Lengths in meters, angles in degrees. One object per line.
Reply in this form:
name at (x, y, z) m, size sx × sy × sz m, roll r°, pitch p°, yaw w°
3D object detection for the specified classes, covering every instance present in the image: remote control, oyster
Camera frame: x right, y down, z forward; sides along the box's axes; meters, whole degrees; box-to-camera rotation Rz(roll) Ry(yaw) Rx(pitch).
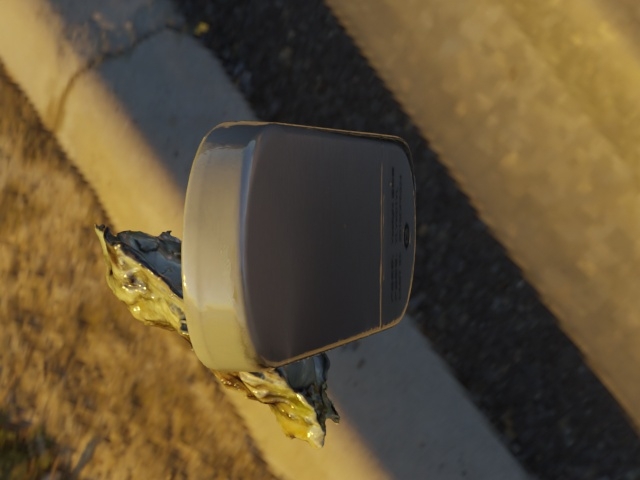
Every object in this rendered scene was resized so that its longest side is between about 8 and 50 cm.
remote control at (0.000, 0.000, 0.618) m, size 0.022 × 0.245 × 0.077 m, roll 3°, pitch 93°, yaw 14°
oyster at (-0.053, 0.039, 0.910) m, size 0.165 × 0.108 × 0.053 m, roll 37°, pitch 93°, yaw 33°
